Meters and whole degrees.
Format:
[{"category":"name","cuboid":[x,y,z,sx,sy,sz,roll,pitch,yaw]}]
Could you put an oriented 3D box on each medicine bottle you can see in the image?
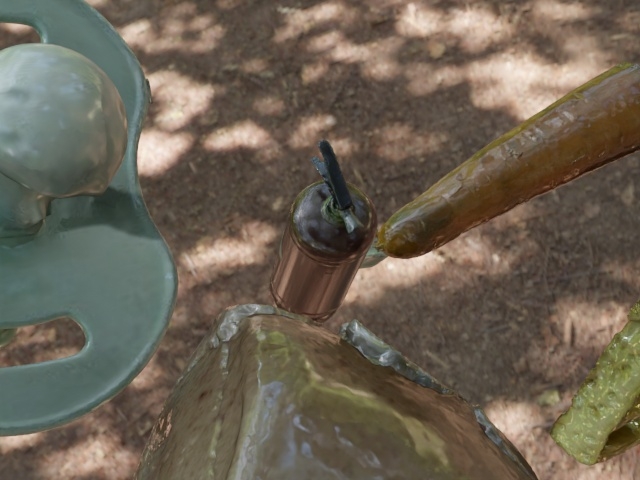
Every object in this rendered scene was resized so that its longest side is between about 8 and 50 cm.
[{"category":"medicine bottle","cuboid":[0.064,-0.012,1.705,0.055,0.074,0.118,-37,66,38]}]

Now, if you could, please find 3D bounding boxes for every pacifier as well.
[{"category":"pacifier","cuboid":[-0.215,-0.047,0.628,0.288,0.343,0.269,-9,-10,-30]}]

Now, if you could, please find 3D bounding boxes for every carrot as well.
[{"category":"carrot","cuboid":[0.127,-0.044,0.641,0.209,0.061,0.061,-29,42,-6]}]

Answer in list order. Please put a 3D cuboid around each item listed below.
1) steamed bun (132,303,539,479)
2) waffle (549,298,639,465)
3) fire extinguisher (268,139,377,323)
[{"category":"steamed bun","cuboid":[0.009,0.146,0.552,0.301,0.251,0.199,-139,69,-77]},{"category":"waffle","cuboid":[0.334,0.096,0.884,0.168,0.274,0.057,-11,48,-32]},{"category":"fire extinguisher","cuboid":[0.000,0.000,1.285,0.114,0.337,0.135,-23,73,-19]}]
